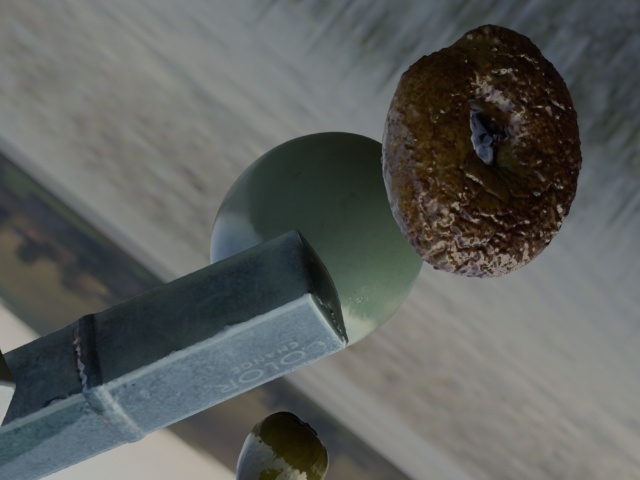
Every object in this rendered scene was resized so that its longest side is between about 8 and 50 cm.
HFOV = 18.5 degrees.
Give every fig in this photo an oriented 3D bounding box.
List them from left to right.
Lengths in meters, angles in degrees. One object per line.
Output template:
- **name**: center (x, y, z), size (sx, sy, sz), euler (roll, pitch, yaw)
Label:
- **fig**: center (-0.036, 0.188, 1.630), size (0.074, 0.088, 0.074), euler (41, 173, 6)

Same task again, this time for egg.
- **egg**: center (0.000, 0.000, 1.912), size (0.203, 0.203, 0.282), euler (39, -145, -1)

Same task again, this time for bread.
- **bread**: center (0.122, -0.062, 1.437), size (0.064, 0.193, 0.193), euler (4, 150, 49)

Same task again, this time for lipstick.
- **lipstick**: center (-0.123, 0.086, 1.349), size (0.077, 0.290, 0.076), euler (57, -165, -44)

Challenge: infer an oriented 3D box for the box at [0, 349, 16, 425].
- **box**: center (-0.283, 0.033, 1.148), size (0.155, 0.067, 0.243), euler (15, -157, -29)
